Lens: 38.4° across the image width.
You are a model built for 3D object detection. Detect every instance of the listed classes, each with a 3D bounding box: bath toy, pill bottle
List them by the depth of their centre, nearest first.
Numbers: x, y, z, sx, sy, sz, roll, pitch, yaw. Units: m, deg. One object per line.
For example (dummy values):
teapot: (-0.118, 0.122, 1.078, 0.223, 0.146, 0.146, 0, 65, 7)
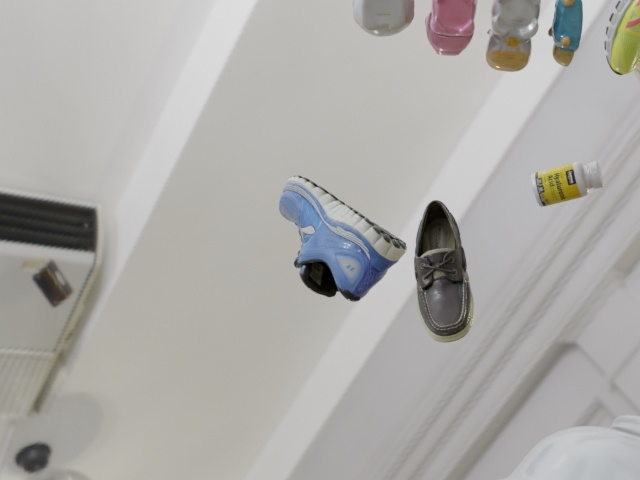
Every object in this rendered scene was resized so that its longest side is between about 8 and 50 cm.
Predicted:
bath toy: (0.223, -0.349, 1.432, 0.348, 0.129, 0.151, 8, -63, 2)
pill bottle: (0.439, -0.103, 1.634, 0.116, 0.065, 0.065, -15, -34, 23)

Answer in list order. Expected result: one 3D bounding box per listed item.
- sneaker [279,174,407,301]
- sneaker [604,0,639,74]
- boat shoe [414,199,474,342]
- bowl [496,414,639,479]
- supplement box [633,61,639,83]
sneaker: (0.000, 0.000, 1.472, 0.130, 0.330, 0.147, 32, -87, -30)
sneaker: (0.431, -0.294, 1.141, 0.081, 0.094, 0.208, -14, -46, -52)
boat shoe: (0.111, 0.026, 0.869, 0.056, 0.152, 0.049, -14, -45, 11)
bowl: (0.324, 0.263, 0.891, 0.134, 0.298, 0.298, -56, -37, -17)
supplement box: (0.588, -0.289, 1.577, 0.080, 0.078, 0.233, -39, -49, 8)
